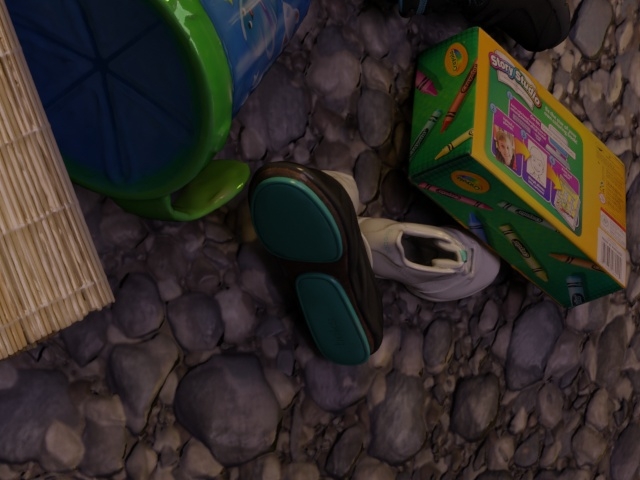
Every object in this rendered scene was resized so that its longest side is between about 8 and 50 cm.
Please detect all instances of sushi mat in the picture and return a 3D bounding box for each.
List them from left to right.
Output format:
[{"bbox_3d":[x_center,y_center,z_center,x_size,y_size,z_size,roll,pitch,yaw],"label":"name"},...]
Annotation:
[{"bbox_3d":[-0.266,-0.062,1.376,0.151,0.019,0.316,-31,110,-40],"label":"sushi mat"}]

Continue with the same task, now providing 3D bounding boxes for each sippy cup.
[{"bbox_3d":[-0.129,-0.186,1.481,0.240,0.305,0.224,35,44,9],"label":"sippy cup"}]

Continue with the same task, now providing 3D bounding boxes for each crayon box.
[{"bbox_3d":[0.208,-0.071,1.839,0.278,0.081,0.165,37,45,-36],"label":"crayon box"}]

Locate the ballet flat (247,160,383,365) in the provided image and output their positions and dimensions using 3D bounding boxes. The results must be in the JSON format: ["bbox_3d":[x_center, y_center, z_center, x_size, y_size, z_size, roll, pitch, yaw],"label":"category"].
[{"bbox_3d":[0.000,0.000,1.646,0.280,0.095,0.096,72,30,-48],"label":"ballet flat"}]

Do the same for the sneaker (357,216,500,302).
[{"bbox_3d":[0.120,0.018,1.780,0.212,0.094,0.080,7,83,-43],"label":"sneaker"}]

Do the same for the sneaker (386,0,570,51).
[{"bbox_3d":[0.122,-0.276,1.796,0.341,0.125,0.139,36,92,-39],"label":"sneaker"}]

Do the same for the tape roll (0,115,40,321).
[{"bbox_3d":[-0.325,-0.018,1.381,0.219,0.072,0.219,0,90,-43],"label":"tape roll"}]
